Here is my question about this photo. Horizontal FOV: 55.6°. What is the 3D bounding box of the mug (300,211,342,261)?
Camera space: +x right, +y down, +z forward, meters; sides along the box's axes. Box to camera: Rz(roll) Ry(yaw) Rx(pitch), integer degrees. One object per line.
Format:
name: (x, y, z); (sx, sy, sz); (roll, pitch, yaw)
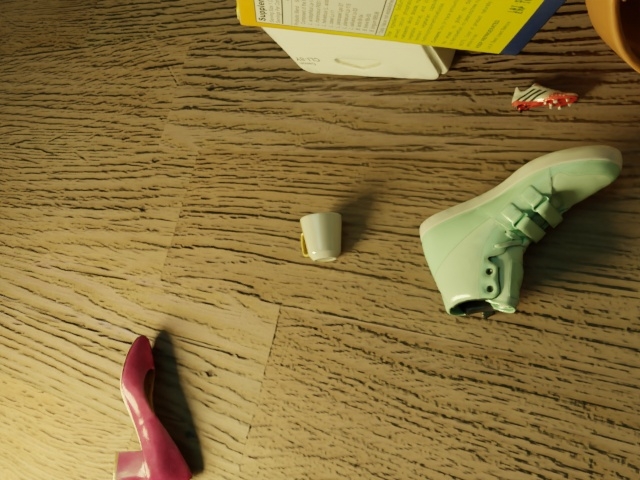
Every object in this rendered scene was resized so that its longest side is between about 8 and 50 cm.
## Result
mug: (0.004, -0.001, 0.895); (0.062, 0.078, 0.064); (-6, 77, -4)

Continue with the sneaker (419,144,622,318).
sneaker: (0.245, 0.003, 0.709); (0.256, 0.094, 0.151); (-30, 54, 32)

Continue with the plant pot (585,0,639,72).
plant pot: (0.389, -0.347, 0.646); (0.291, 0.291, 0.203); (-37, 42, 16)

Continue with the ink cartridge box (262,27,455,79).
ink cartridge box: (0.100, -0.461, 0.921); (0.279, 0.160, 0.385); (13, 81, 35)

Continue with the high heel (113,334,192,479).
high heel: (-0.255, 0.264, 0.961); (0.117, 0.082, 0.244); (-5, 55, 1)

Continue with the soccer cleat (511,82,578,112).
soccer cleat: (0.291, -0.189, 0.789); (0.083, 0.029, 0.036); (0, 78, 37)

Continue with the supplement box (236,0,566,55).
supplement box: (0.086, -0.351, 0.669); (0.356, 0.194, 0.195); (6, 84, -3)
